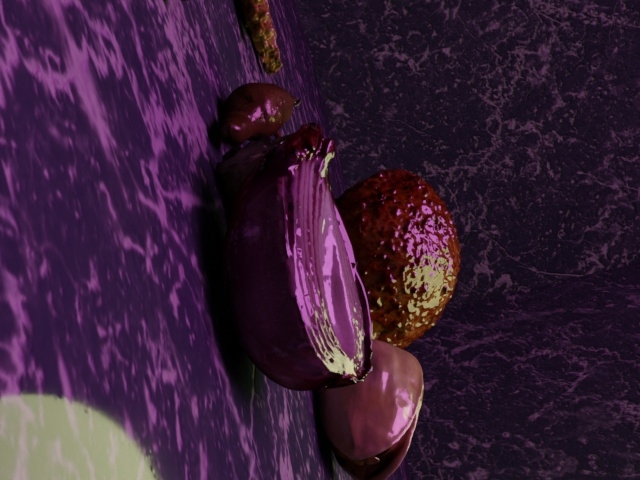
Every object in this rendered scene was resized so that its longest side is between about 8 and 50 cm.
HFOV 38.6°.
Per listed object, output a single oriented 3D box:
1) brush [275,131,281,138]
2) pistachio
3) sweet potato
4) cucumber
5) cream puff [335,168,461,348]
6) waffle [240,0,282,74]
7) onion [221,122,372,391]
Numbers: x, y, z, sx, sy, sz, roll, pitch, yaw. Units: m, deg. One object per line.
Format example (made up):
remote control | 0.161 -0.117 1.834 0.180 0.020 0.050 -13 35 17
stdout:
brush | -0.075 -0.190 1.636 0.170 0.014 0.043 70 10 -55
pistachio | 0.074 0.246 1.328 0.229 0.157 0.157 -78 156 -50
sweet potato | -0.088 -0.155 1.128 0.269 0.075 0.074 -51 128 -69
cucumber | -0.049 -0.068 1.141 0.325 0.105 0.145 -90 164 -80
cream puff | 0.122 0.042 1.556 0.350 0.229 0.350 7 90 -74
waffle | -0.105 -0.374 1.603 0.194 0.051 0.148 76 2 -67
onion | -0.031 0.014 0.922 0.227 0.120 0.283 43 41 -64
